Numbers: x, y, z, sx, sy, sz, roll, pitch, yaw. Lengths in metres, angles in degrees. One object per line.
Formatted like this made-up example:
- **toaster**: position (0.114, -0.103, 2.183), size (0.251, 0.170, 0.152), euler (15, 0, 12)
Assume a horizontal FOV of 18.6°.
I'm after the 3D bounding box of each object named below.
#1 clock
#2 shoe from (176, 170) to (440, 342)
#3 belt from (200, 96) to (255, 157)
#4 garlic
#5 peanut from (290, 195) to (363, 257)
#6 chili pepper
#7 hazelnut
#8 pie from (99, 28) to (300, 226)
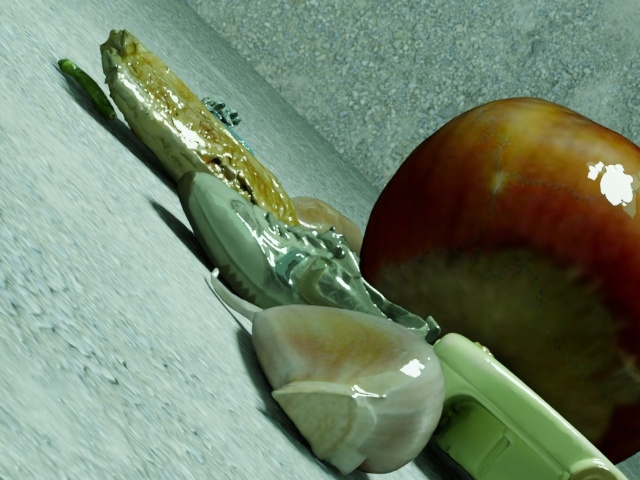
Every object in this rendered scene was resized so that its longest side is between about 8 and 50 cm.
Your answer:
- **clock**: position (0.208, 0.219, 1.799), size (0.308, 0.096, 0.235), euler (41, -4, 14)
- **shoe**: position (-0.013, 0.030, 1.688), size (0.275, 0.098, 0.103), euler (43, 2, -19)
- **belt**: position (-0.137, -0.125, 2.054), size (0.179, 0.065, 0.100), euler (41, 17, -47)
- **garlic**: position (0.010, 0.095, 1.495), size (0.148, 0.128, 0.266), euler (57, -10, -23)
- **peanut**: position (0.000, 0.000, 2.137), size (0.076, 0.076, 0.152), euler (50, 5, 36)
- **chili pepper**: position (-0.212, -0.137, 1.795), size (0.083, 0.017, 0.030), euler (46, 14, 16)
- **hazelnut**: position (0.241, 0.045, 2.034), size (0.409, 0.359, 0.359), euler (52, 1, -34)
- **pie**: position (-0.119, -0.088, 1.847), size (0.282, 0.068, 0.129), euler (49, 14, -31)
